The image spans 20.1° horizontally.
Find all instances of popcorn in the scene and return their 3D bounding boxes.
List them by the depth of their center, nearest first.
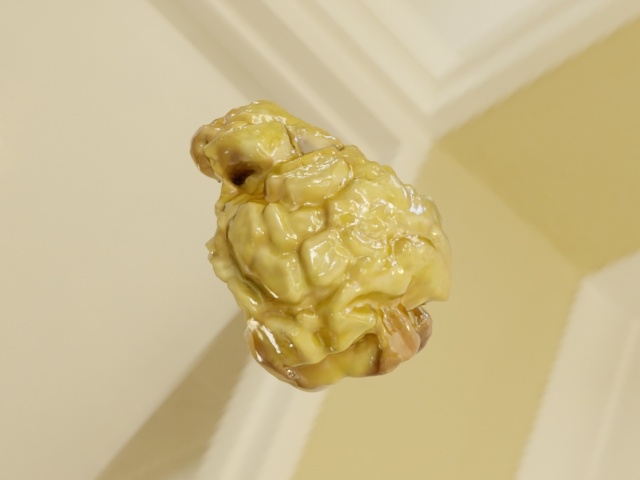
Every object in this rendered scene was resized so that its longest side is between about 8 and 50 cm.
[{"bbox_3d":[0.000,0.000,1.773,0.225,0.265,0.332,-37,-116,4],"label":"popcorn"}]
